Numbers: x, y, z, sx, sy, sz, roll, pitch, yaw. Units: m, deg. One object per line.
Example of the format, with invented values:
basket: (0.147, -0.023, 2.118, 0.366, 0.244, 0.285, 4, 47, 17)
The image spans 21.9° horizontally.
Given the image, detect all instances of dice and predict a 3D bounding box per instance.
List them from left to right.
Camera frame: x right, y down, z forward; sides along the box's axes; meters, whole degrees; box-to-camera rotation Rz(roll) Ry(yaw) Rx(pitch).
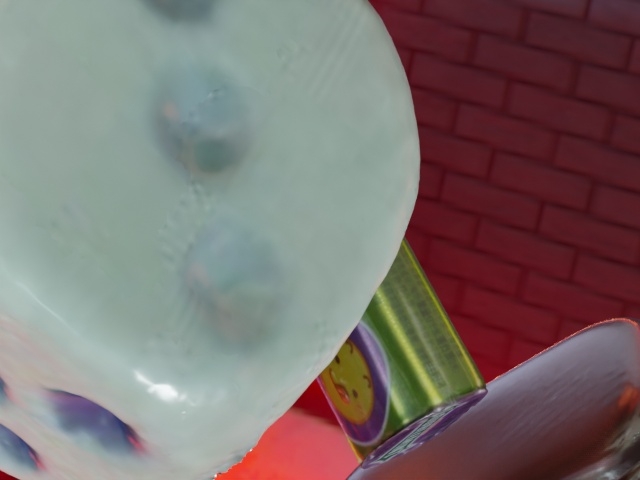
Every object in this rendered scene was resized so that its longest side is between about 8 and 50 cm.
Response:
dice: (-0.128, -0.036, 0.896, 0.262, 0.268, 0.265, 43, 150, -22)

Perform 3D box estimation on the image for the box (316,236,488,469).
box: (0.000, 0.000, 1.305, 0.097, 0.134, 0.345, -19, -107, -29)

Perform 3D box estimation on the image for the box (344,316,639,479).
box: (0.170, 0.225, 1.526, 0.108, 0.404, 0.263, 51, -157, -17)
